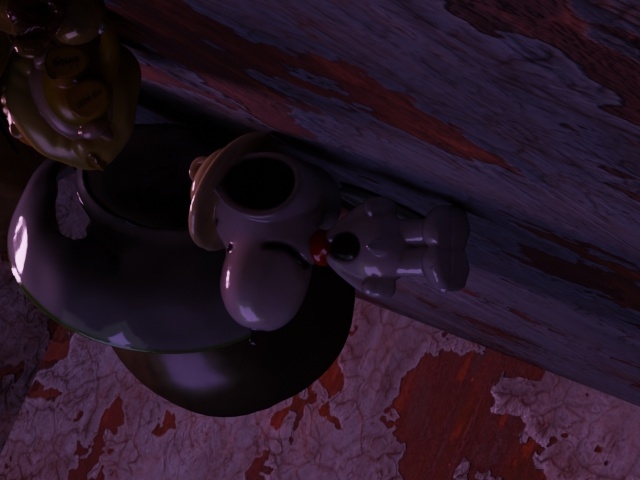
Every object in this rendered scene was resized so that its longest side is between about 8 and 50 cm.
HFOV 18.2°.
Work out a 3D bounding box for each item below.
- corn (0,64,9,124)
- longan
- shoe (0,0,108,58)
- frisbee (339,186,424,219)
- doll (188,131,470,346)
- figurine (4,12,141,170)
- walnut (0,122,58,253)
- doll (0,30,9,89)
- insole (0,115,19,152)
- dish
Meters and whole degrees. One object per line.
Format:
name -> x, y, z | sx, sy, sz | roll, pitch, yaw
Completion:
corn -> -0.308, -0.156, 2.203 | 0.091, 0.091, 0.260 | 24, -179, -21
longan -> -0.116, 0.055, 2.345 | 0.319, 0.319, 0.319 | 24, 176, 2
shoe -> -0.219, -0.176, 1.540 | 0.069, 0.072, 0.109 | 27, 179, 43
frisbee -> 0.069, -0.034, 2.160 | 0.110, 0.014, 0.110 | 25, 177, 2
doll -> 0.007, -0.020, 1.955 | 0.271, 0.208, 0.144 | -17, 169, 22
figurine -> -0.216, -0.134, 1.751 | 0.156, 0.131, 0.246 | 59, 171, -8
walnut -> -0.485, -0.112, 2.446 | 0.344, 0.306, 0.306 | 18, 177, -12
doll -> -0.410, -0.184, 1.764 | 0.311, 0.160, 0.242 | 24, 166, 46
insole -> -0.385, -0.177, 2.227 | 0.188, 0.004, 0.064 | 62, 167, -19
dish -> -0.168, -0.035, 2.116 | 0.324, 0.324, 0.124 | 23, 132, 14
